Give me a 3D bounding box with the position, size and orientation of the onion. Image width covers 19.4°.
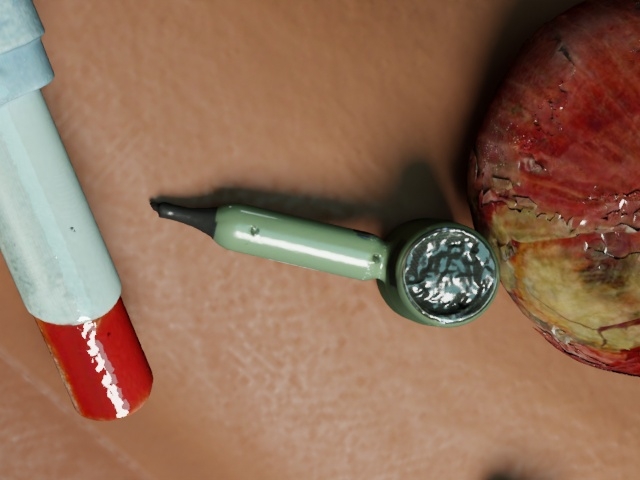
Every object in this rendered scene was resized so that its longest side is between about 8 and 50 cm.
[{"bbox_3d":[0.158,-0.020,0.815,0.184,0.147,0.184,-5,111,-14],"label":"onion"}]

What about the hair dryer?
[{"bbox_3d":[0.000,0.000,0.806,0.150,0.071,0.047,15,88,-5],"label":"hair dryer"}]

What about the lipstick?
[{"bbox_3d":[-0.131,-0.056,0.742,0.061,0.068,0.274,-26,103,-23],"label":"lipstick"}]
